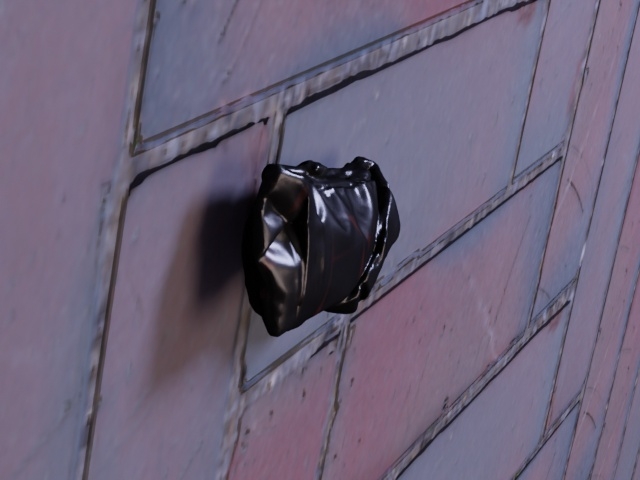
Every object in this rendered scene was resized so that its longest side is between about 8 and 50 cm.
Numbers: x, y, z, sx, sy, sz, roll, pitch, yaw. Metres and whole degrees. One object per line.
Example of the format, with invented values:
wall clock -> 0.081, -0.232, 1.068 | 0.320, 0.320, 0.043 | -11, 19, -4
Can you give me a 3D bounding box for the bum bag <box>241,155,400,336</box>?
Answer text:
bum bag -> -0.001, 0.000, 0.648 | 0.124, 0.034, 0.058 | -3, 99, -72
